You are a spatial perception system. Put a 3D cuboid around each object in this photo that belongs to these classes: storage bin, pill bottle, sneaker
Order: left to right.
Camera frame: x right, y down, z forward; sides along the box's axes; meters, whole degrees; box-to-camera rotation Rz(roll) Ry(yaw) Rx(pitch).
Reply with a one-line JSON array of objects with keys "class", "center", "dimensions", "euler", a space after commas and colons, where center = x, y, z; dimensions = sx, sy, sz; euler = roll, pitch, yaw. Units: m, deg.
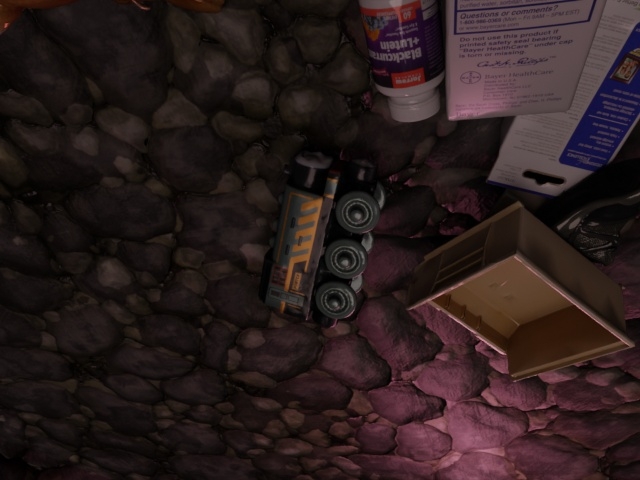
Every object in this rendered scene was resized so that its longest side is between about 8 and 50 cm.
[{"class": "pill bottle", "center": [0.124, -0.277, 0.838], "dimensions": [0.108, 0.108, 0.193], "euler": [-6, 129, 15]}, {"class": "storage bin", "center": [0.322, 0.101, 0.971], "dimensions": [0.262, 0.123, 0.260], "euler": [34, 139, -17]}, {"class": "sneaker", "center": [0.465, -0.040, 0.919], "dimensions": [0.130, 0.087, 0.227], "euler": [34, 130, -22]}]

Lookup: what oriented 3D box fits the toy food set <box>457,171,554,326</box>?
[{"class": "toy food set", "center": [0.355, 0.028, 1.083], "dimensions": [0.220, 0.092, 0.306], "euler": [26, 122, -11]}]

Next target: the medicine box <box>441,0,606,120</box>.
[{"class": "medicine box", "center": [0.204, -0.320, 0.618], "dimensions": [0.149, 0.263, 0.289], "euler": [-2, 158, 11]}]

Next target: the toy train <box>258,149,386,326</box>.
[{"class": "toy train", "center": [0.000, 0.000, 1.049], "dimensions": [0.190, 0.142, 0.333], "euler": [15, 114, 6]}]

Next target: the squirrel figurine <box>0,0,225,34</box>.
[{"class": "squirrel figurine", "center": [-0.323, -0.378, 0.660], "dimensions": [0.397, 0.370, 0.281], "euler": [13, 131, 0]}]

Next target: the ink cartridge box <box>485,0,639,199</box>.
[{"class": "ink cartridge box", "center": [0.396, -0.228, 0.859], "dimensions": [0.176, 0.069, 0.371], "euler": [13, 129, -2]}]
